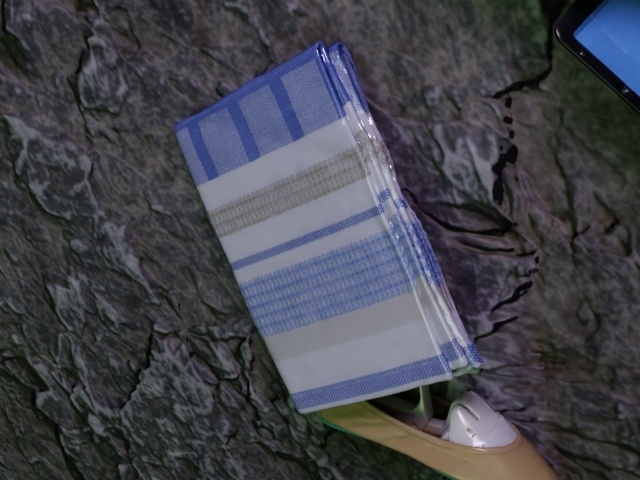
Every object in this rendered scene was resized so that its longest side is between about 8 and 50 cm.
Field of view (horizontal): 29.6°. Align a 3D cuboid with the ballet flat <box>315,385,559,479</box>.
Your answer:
[{"bbox_3d":[0.096,0.154,1.040,0.232,0.080,0.073,17,115,23],"label":"ballet flat"}]

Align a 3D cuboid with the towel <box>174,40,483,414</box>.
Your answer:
[{"bbox_3d":[0.000,0.000,0.990,0.209,0.034,0.285,-22,93,43],"label":"towel"}]

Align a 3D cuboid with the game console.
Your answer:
[{"bbox_3d":[0.228,-0.136,0.744,0.122,0.071,0.107,42,135,2],"label":"game console"}]
